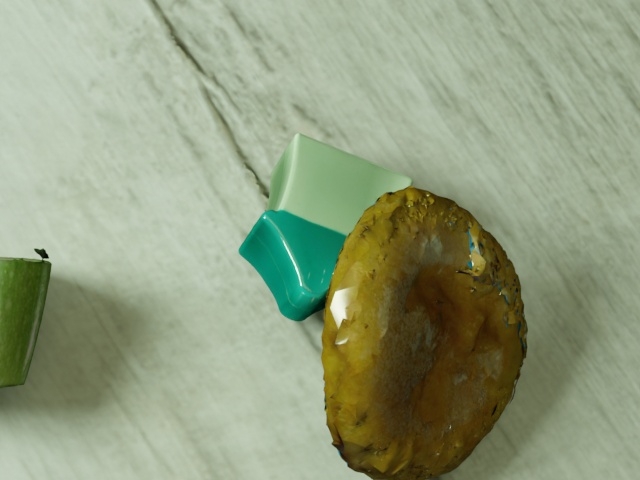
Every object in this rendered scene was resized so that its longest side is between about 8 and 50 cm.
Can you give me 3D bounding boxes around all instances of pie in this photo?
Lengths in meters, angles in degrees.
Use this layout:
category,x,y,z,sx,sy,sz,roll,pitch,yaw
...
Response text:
category,x,y,z,sx,sy,sz,roll,pitch,yaw
pie,0.090,0.086,1.599,0.273,0.069,0.273,-12,107,-44

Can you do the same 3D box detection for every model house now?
category,x,y,z,sx,sy,sz,roll,pitch,yaw
model house,0.000,0.000,1.650,0.127,0.100,0.149,22,64,-7

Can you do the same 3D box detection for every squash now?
category,x,y,z,sx,sy,sz,roll,pitch,yaw
squash,-0.304,0.065,1.513,0.170,0.170,0.123,-3,84,-17
